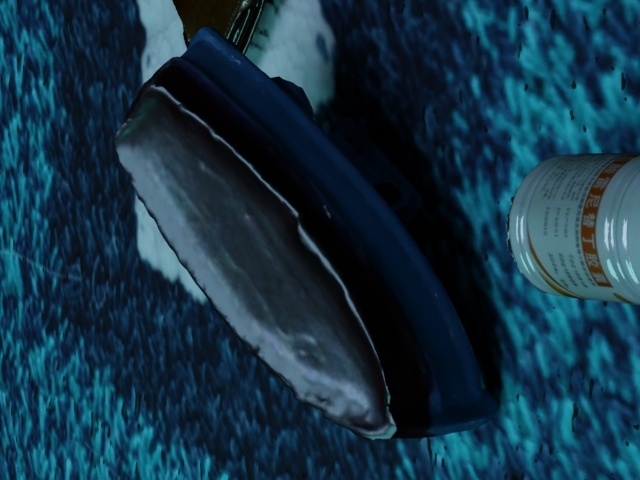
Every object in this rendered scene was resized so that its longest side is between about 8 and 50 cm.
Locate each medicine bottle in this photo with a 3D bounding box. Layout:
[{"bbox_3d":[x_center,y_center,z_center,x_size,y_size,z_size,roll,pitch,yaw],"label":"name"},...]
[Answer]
[{"bbox_3d":[0.118,-0.004,0.682,0.089,0.057,0.057,6,101,56],"label":"medicine bottle"}]

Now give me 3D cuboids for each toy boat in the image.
[{"bbox_3d":[0.000,0.000,0.832,0.223,0.097,0.100,50,134,15],"label":"toy boat"}]

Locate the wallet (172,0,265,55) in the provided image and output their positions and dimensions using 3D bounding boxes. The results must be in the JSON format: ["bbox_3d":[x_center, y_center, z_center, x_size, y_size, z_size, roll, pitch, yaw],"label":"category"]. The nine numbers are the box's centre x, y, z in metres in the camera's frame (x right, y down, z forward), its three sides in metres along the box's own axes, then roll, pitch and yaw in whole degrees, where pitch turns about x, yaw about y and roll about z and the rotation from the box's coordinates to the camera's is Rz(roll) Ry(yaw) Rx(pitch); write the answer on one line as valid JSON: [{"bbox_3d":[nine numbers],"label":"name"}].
[{"bbox_3d":[-0.038,-0.171,0.912,0.095,0.026,0.176,62,141,37],"label":"wallet"}]
